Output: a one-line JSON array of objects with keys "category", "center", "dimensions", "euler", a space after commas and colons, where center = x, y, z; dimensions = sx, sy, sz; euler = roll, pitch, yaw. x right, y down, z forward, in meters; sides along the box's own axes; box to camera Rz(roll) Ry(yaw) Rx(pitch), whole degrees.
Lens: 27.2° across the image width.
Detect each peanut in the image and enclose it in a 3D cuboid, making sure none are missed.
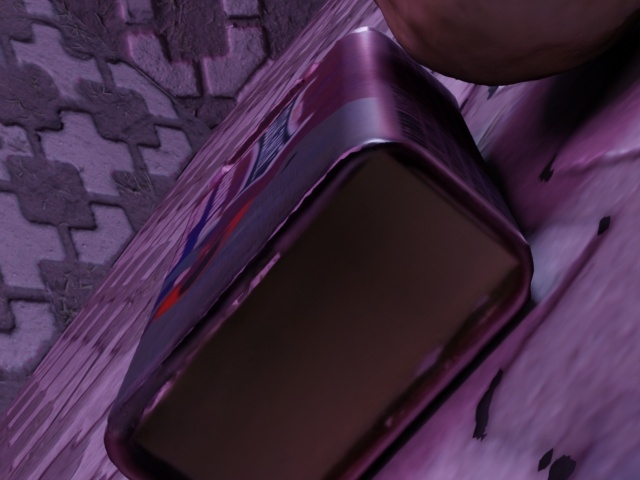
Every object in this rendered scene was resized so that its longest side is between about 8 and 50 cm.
[{"category": "peanut", "center": [0.081, -0.146, 0.451], "dimensions": [0.224, 0.129, 0.129], "euler": [-54, 9, -36]}]

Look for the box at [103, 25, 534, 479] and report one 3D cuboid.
[{"category": "box", "center": [0.000, 0.000, 0.433], "dimensions": [0.120, 0.069, 0.224], "euler": [-48, 9, 11]}]
